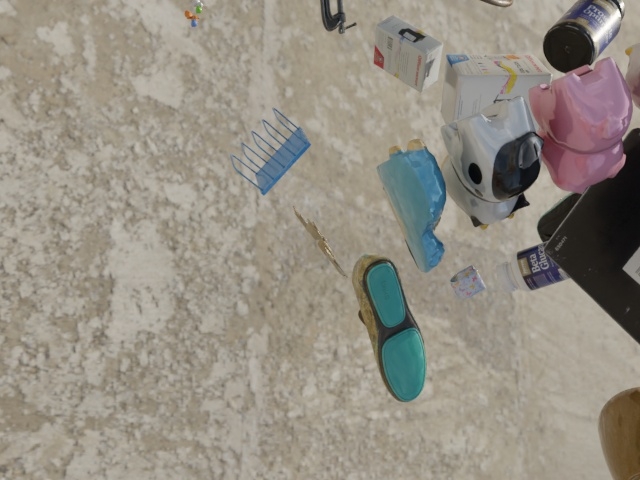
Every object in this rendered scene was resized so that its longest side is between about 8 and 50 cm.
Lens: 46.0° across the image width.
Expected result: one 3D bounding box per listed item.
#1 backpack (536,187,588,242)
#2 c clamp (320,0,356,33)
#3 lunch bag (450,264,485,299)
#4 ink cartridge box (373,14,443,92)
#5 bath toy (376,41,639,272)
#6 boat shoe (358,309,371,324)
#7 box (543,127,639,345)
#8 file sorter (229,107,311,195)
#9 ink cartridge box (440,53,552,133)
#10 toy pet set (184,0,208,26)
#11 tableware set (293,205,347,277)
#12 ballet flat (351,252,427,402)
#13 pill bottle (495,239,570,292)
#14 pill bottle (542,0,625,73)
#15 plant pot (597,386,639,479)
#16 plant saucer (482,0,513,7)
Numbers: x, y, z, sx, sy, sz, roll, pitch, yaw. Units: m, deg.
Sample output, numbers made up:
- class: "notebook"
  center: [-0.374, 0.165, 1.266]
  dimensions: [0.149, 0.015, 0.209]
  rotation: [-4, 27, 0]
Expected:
- class: "backpack"
  center: [0.698, -0.042, 2.058]
  dimensions: [0.166, 0.188, 0.144]
  rotation: [54, 36, 8]
- class: "c clamp"
  center: [0.023, -0.430, 1.301]
  dimensions: [0.137, 0.022, 0.161]
  rotation: [-53, 143, -49]
- class: "lunch bag"
  center: [0.413, 0.120, 2.134]
  dimensions: [0.071, 0.083, 0.053]
  rotation: [57, 4, -23]
- class: "ink cartridge box"
  center: [0.228, -0.489, 1.978]
  dimensions: [0.072, 0.175, 0.127]
  rotation: [-37, 150, -27]
- class: "bath toy"
  center: [0.233, -0.091, 0.715]
  dimensions: [0.151, 0.348, 0.129]
  rotation: [-125, -168, -85]
- class: "boat shoe"
  center: [0.155, 0.238, 1.970]
  dimensions: [0.153, 0.056, 0.048]
  rotation: [51, 10, 13]
- class: "box"
  center: [0.464, 0.050, 0.822]
  dimensions: [0.294, 0.183, 0.296]
  rotation: [6, 35, -39]
- class: "file sorter"
  center: [-0.125, -0.221, 1.833]
  dimensions: [0.104, 0.170, 0.118]
  rotation: [38, 14, -28]
- class: "ink cartridge box"
  center: [0.438, -0.366, 1.905]
  dimensions: [0.171, 0.232, 0.168]
  rotation: [-94, -176, -58]
- class: "toy pet set"
  center: [-0.238, -0.520, 1.574]
  dimensions: [0.065, 0.122, 0.114]
  rotation: [1, 41, -37]
- class: "tableware set"
  center: [0.000, 0.000, 1.523]
  dimensions: [0.020, 0.169, 0.141]
  rotation: [-37, 115, -1]
- class: "ballet flat"
  center: [0.149, 0.185, 1.652]
  dimensions: [0.123, 0.123, 0.349]
  rotation: [-38, 117, -47]
- class: "pill bottle"
  center: [0.480, 0.059, 1.670]
  dimensions: [0.094, 0.169, 0.094]
  rotation: [40, 38, -41]
- class: "pill bottle"
  center: [0.603, -0.478, 1.707]
  dimensions: [0.219, 0.122, 0.123]
  rotation: [-45, 115, -33]
- class: "plant pot"
  center: [0.741, 0.490, 1.685]
  dimensions: [0.254, 0.237, 0.237]
  rotation: [-40, 112, -62]
- class: "plant saucer"
  center: [0.277, -0.562, 1.527]
  dimensions: [0.277, 0.041, 0.278]
  rotation: [20, 34, -14]
